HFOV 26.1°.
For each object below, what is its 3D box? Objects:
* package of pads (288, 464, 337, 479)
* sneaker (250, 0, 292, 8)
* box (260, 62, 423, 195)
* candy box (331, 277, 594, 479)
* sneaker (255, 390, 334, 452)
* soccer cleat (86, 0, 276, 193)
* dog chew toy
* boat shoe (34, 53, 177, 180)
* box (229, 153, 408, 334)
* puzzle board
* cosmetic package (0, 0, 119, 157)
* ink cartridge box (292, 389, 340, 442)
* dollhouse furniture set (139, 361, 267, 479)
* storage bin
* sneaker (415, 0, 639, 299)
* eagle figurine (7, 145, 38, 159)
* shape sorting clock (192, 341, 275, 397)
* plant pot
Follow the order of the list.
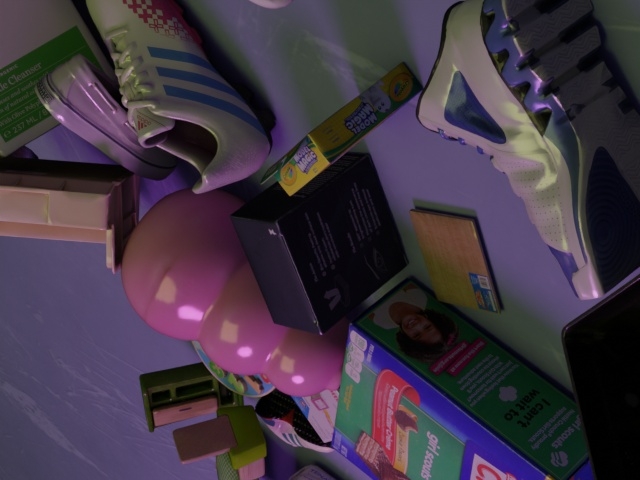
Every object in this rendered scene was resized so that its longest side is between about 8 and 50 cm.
[{"bbox_3d":[0.058,0.500,2.099,0.296,0.101,0.229,33,144,27],"label":"package of pads"},{"bbox_3d":[-0.108,-0.326,1.521,0.235,0.090,0.095,44,160,20],"label":"sneaker"},{"bbox_3d":[0.019,-0.112,1.461,0.043,0.179,0.105,53,149,-1],"label":"box"},{"bbox_3d":[0.174,0.241,1.672,0.317,0.122,0.268,35,144,23],"label":"candy box"},{"bbox_3d":[-0.023,0.279,2.039,0.161,0.057,0.075,19,153,39],"label":"sneaker"},{"bbox_3d":[-0.200,-0.199,1.691,0.331,0.143,0.116,47,148,9],"label":"soccer cleat"},{"bbox_3d":[-0.097,0.079,1.800,0.332,0.206,0.206,36,146,9],"label":"dog chew toy"},{"bbox_3d":[-0.256,-0.164,1.795,0.267,0.088,0.096,36,-161,-51],"label":"boat shoe"},{"bbox_3d":[0.000,0.000,1.619,0.093,0.158,0.156,9,128,48],"label":"box"},{"bbox_3d":[0.156,0.023,1.582,0.096,0.011,0.128,11,131,45],"label":"puzzle board"},{"bbox_3d":[-0.450,-0.311,1.830,0.365,0.197,0.155,59,163,-14],"label":"cosmetic package"},{"bbox_3d":[0.025,0.224,1.913,0.088,0.052,0.122,55,147,-4],"label":"ink cartridge box"},{"bbox_3d":[-0.173,0.357,2.136,0.301,0.151,0.197,89,163,-45],"label":"dollhouse furniture set"},{"bbox_3d":[-0.385,-0.041,1.876,0.262,0.260,0.123,5,99,1],"label":"storage bin"},{"bbox_3d":[0.199,-0.106,1.309,0.182,0.127,0.315,-5,111,58],"label":"sneaker"},{"bbox_3d":[-0.523,-0.220,2.051,0.225,0.226,0.298,22,136,9],"label":"eagle figurine"},{"bbox_3d":[-0.128,0.134,2.003,0.206,0.040,0.206,21,126,33],"label":"shape sorting clock"},{"bbox_3d":[0.353,0.133,1.254,0.188,0.167,0.187,130,135,-59],"label":"plant pot"}]
